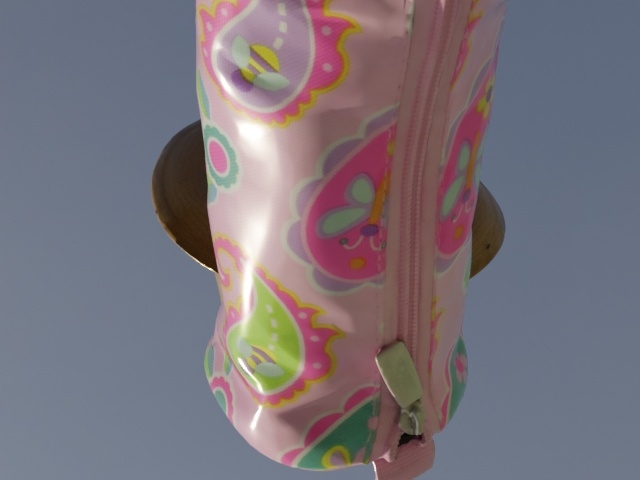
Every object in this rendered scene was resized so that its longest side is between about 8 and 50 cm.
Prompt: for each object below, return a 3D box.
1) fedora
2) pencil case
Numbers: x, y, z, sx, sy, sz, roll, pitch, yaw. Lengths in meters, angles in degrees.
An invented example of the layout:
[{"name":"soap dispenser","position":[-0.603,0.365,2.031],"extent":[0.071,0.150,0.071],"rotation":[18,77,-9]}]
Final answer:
[{"name":"fedora","position":[0.000,0.000,0.875],"extent":[0.194,0.194,0.079],"rotation":[-11,-51,-32]},{"name":"pencil case","position":[0.013,-0.035,0.629],"extent":[0.124,0.124,0.284],"rotation":[-22,-45,-27]}]
